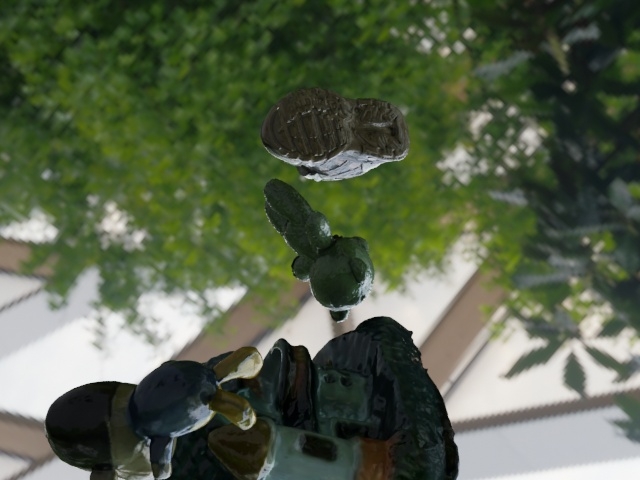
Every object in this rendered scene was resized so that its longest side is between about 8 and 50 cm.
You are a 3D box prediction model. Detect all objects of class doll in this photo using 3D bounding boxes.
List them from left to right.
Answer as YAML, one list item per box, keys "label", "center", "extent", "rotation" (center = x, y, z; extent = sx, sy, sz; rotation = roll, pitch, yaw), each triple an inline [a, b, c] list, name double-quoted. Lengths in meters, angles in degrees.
- label: "doll"
  center: [-0.124, 0.131, 1.047]
  extent: [0.179, 0.089, 0.102]
  rotation: [-11, -132, 19]
- label: "doll"
  center: [0.000, 0.000, 1.394]
  extent: [0.077, 0.150, 0.115]
  rotation: [-33, 163, -27]

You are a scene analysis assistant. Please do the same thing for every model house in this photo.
- label: "model house"
  center: [-0.056, 0.166, 1.262]
  extent: [0.253, 0.291, 0.184]
  rotation: [-100, -152, -56]

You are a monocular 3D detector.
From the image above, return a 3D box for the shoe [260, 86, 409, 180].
- label: "shoe"
  center: [0.007, -0.115, 1.612]
  extent: [0.092, 0.180, 0.089]
  rotation: [-34, -120, 58]
